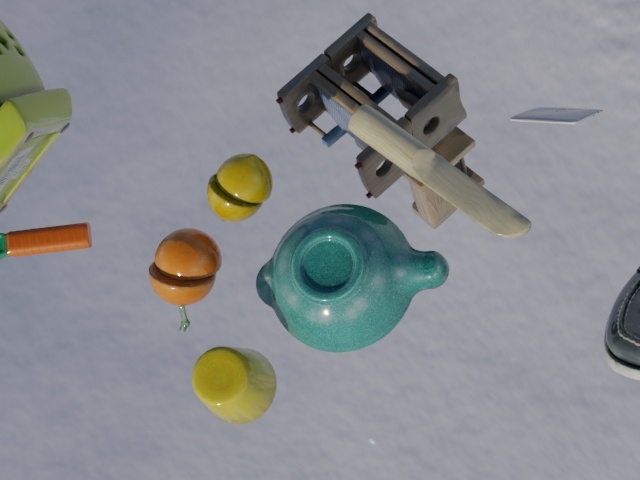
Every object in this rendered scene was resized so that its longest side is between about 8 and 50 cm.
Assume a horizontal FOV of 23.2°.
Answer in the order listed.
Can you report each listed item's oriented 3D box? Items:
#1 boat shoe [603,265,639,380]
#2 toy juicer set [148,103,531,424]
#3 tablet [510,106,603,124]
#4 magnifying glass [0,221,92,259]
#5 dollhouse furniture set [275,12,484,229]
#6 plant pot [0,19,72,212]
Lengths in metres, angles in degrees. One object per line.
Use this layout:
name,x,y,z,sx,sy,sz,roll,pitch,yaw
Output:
boat shoe,0.352,0.011,1.434,0.116,0.099,0.319,19,42,32
toy juicer set,0.000,0.000,1.385,0.329,0.089,0.209,-32,70,6
tablet,0.245,-0.131,1.622,0.083,0.054,0.006,8,112,42
magnifying glass,-0.367,0.008,1.717,0.231,0.026,0.092,-7,79,5
dollhouse furniture set,0.062,-0.099,1.548,0.129,0.183,0.129,-42,58,-11
plant pot,-0.438,-0.143,1.833,0.207,0.227,0.228,41,103,1
